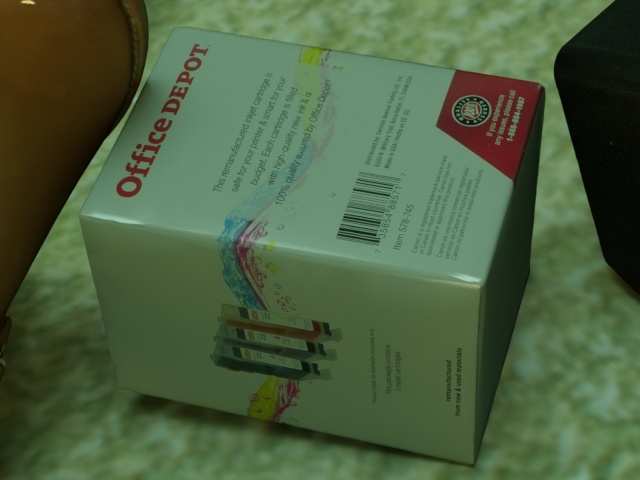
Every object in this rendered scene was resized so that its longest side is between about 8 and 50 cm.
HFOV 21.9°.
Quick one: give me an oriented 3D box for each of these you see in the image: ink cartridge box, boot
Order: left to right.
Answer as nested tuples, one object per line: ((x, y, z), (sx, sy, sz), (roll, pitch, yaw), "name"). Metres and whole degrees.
((-0.167, 0.018, 0.698), (0.109, 0.283, 0.220), (26, 50, -20), "boot")
((0.000, 0.000, 0.746), (0.176, 0.127, 0.128), (11, 50, 13), "ink cartridge box")

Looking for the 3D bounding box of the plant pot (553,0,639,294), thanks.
((0.216, -0.048, 0.733), (0.187, 0.188, 0.167), (-41, 38, -25), "plant pot")
